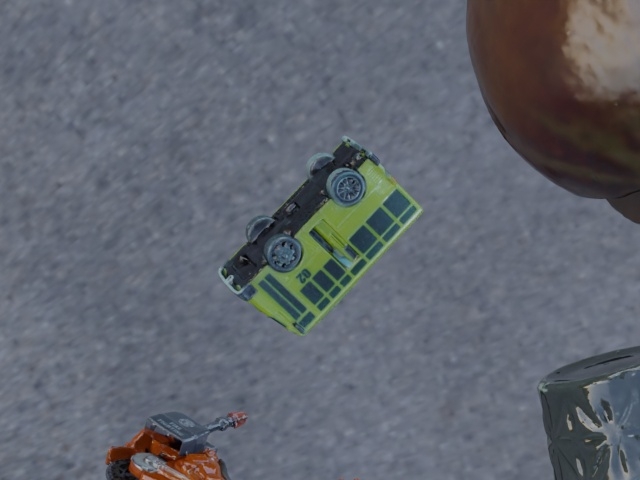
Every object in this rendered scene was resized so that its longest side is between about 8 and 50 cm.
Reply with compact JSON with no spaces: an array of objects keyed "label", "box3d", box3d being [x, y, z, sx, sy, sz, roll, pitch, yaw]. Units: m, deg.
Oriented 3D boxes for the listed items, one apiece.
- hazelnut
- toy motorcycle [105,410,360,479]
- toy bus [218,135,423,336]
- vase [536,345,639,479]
[{"label":"hazelnut","box3d":[0.202,-0.102,0.768,0.252,0.217,0.217,16,65,-19]},{"label":"toy motorcycle","box3d":[-0.083,0.303,1.760,0.221,0.326,0.147,-8,120,-56]},{"label":"toy bus","box3d":[0.000,0.000,1.412,0.175,0.088,0.101,-47,114,0]},{"label":"vase","box3d":[0.253,0.227,1.099,0.156,0.251,0.300,-19,92,-44]}]
